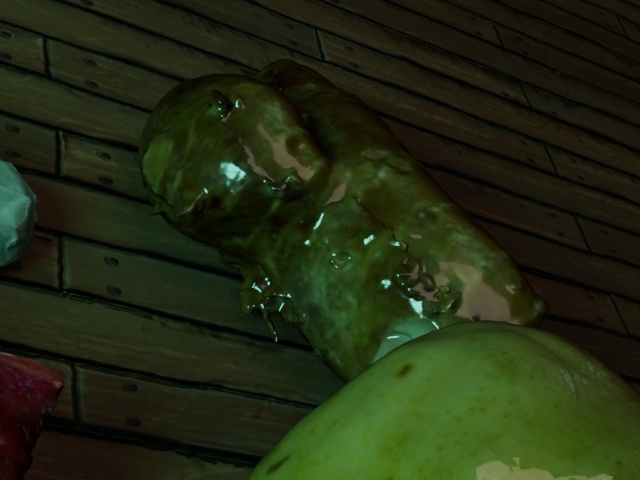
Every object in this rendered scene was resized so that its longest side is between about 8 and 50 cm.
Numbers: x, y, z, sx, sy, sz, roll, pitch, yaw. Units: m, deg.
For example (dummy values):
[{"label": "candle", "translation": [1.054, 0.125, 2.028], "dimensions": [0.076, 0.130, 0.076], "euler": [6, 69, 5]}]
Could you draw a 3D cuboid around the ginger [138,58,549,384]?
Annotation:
[{"label": "ginger", "translation": [0.000, 0.000, 1.022], "dimensions": [0.254, 0.176, 0.418], "euler": [-12, 54, -44]}]

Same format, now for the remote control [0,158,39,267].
[{"label": "remote control", "translation": [-0.323, -0.056, 0.899], "dimensions": [0.247, 0.052, 0.104], "euler": [25, 36, -15]}]

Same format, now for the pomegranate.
[{"label": "pomegranate", "translation": [0.098, 0.210, 0.757], "dimensions": [0.333, 0.332, 0.332], "euler": [24, 38, -20]}]

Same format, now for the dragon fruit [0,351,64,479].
[{"label": "dragon fruit", "translation": [-0.272, 0.145, 0.650], "dimensions": [0.211, 0.134, 0.262], "euler": [36, 31, -9]}]
